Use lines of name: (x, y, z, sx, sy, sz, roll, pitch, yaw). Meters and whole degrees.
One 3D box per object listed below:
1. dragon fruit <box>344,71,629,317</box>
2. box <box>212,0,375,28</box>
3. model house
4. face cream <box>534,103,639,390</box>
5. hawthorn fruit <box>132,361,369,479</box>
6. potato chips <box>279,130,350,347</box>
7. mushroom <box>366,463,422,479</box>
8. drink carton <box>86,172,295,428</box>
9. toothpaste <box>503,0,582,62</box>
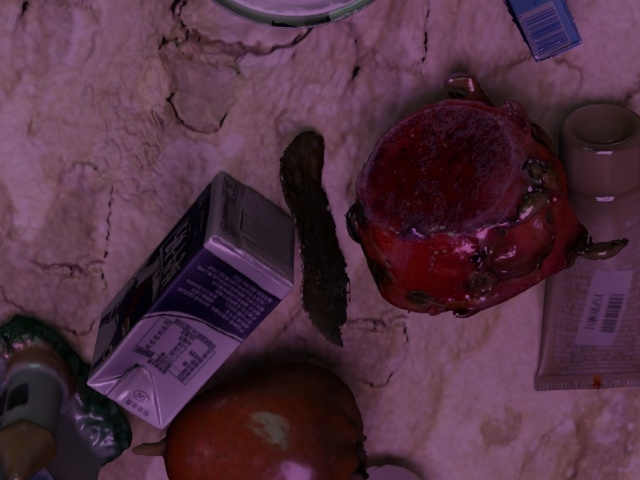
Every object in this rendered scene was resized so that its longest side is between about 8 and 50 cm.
dragon fruit: (0.138, -0.045, 1.586, 0.282, 0.211, 0.147, 3, 136, 32)
box: (-0.023, -0.312, 1.472, 0.226, 0.149, 0.226, -1, 120, -1)
model house: (-0.350, 0.268, 1.699, 0.267, 0.325, 0.194, -27, 118, 14)
face cream: (0.282, 0.025, 1.713, 0.137, 0.084, 0.341, -4, 128, 4)
hawthorn fruit: (-0.073, 0.224, 1.767, 0.251, 0.199, 0.199, 2, 120, 13)
potato chips: (0.000, 0.000, 1.670, 0.026, 0.142, 0.209, -7, 81, 20)
mushroom: (0.061, 0.350, 1.891, 0.116, 0.093, 0.225, 14, 129, 8)
drink carton: (-0.128, 0.062, 1.692, 0.102, 0.134, 0.222, 33, 115, -19)
toothpaste: (0.160, -0.291, 1.532, 0.053, 0.066, 0.272, -24, 117, 13)
